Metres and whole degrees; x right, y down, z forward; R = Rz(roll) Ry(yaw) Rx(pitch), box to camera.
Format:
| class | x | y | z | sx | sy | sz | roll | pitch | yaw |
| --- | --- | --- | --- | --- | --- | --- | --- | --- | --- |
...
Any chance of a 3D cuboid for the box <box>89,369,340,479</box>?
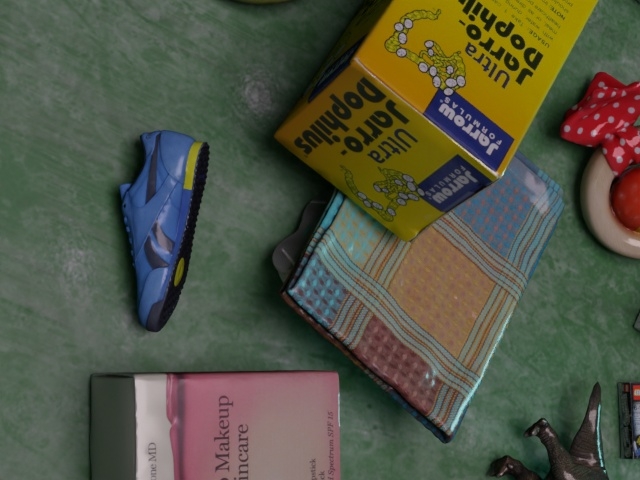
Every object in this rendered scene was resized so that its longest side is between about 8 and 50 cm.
| class | x | y | z | sx | sy | sz | roll | pitch | yaw |
| --- | --- | --- | --- | --- | --- | --- | --- | --- | --- |
| box | -0.108 | 0.208 | 1.700 | 0.232 | 0.127 | 0.149 | 1 | 85 | -28 |

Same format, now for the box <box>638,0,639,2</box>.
| class | x | y | z | sx | sy | sz | roll | pitch | yaw |
| --- | --- | --- | --- | --- | --- | --- | --- | --- | --- |
| box | 0.518 | -0.393 | 2.090 | 0.231 | 0.127 | 0.262 | 32 | 71 | -23 |

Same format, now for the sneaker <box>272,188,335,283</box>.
| class | x | y | z | sx | sy | sz | roll | pitch | yaw |
| --- | --- | --- | --- | --- | --- | --- | --- | --- | --- |
| sneaker | 0.000 | 0.000 | 1.825 | 0.152 | 0.053 | 0.061 | -49 | 140 | -33 |

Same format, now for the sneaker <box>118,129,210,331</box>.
| class | x | y | z | sx | sy | sz | roll | pitch | yaw |
| --- | --- | --- | --- | --- | --- | --- | --- | --- | --- |
| sneaker | -0.174 | -0.011 | 1.730 | 0.082 | 0.069 | 0.209 | 10 | 89 | 6 |

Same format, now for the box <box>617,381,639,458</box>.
| class | x | y | z | sx | sy | sz | roll | pitch | yaw |
| --- | --- | --- | --- | --- | --- | --- | --- | --- | --- |
| box | 0.430 | 0.220 | 2.041 | 0.137 | 0.027 | 0.094 | 0 | 84 | -28 |

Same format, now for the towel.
| class | x | y | z | sx | sy | sz | roll | pitch | yaw |
| --- | --- | --- | --- | --- | --- | --- | --- | --- | --- |
| towel | 0.126 | 0.002 | 1.847 | 0.271 | 0.040 | 0.370 | 42 | 54 | -19 |

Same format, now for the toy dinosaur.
| class | x | y | z | sx | sy | sz | roll | pitch | yaw |
| --- | --- | --- | --- | --- | --- | --- | --- | --- | --- |
| toy dinosaur | 0.272 | 0.310 | 1.913 | 0.160 | 0.121 | 0.313 | 41 | 48 | -19 |

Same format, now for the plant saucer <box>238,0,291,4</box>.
| class | x | y | z | sx | sy | sz | roll | pitch | yaw |
| --- | --- | --- | --- | --- | --- | --- | --- | --- | --- |
| plant saucer | -0.060 | -0.376 | 1.778 | 0.241 | 0.037 | 0.241 | 0 | 93 | -5 |

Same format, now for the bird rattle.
| class | x | y | z | sx | sy | sz | roll | pitch | yaw |
| --- | --- | --- | --- | --- | --- | --- | --- | --- | --- |
| bird rattle | 0.396 | -0.080 | 2.002 | 0.253 | 0.143 | 0.207 | 15 | 95 | -23 |

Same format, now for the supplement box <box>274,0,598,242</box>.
| class | x | y | z | sx | sy | sz | roll | pitch | yaw |
| --- | --- | --- | --- | --- | --- | --- | --- | --- | --- |
| supplement box | 0.140 | -0.210 | 1.781 | 0.195 | 0.194 | 0.356 | 38 | 56 | -9 |

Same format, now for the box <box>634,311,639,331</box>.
| class | x | y | z | sx | sy | sz | roll | pitch | yaw |
| --- | --- | --- | --- | --- | --- | --- | --- | --- | --- |
| box | 0.461 | 0.085 | 2.028 | 0.087 | 0.101 | 0.102 | 37 | 70 | -20 |
